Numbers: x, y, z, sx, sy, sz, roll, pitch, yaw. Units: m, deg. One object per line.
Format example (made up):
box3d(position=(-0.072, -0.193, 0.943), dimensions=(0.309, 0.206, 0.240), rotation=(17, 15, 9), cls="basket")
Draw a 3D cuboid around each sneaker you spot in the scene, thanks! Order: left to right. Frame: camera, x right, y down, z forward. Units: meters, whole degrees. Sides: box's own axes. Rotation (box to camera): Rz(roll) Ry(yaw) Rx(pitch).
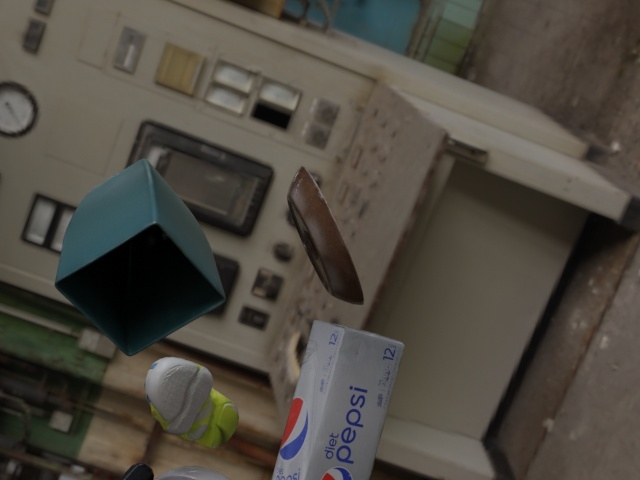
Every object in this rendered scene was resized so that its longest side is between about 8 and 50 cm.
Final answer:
box3d(position=(-0.197, 0.198, 1.284), dimensions=(0.091, 0.126, 0.240), rotation=(-54, -28, -18), cls="sneaker")

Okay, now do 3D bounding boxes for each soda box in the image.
box3d(position=(0.013, 0.254, 1.281), dimensions=(0.091, 0.098, 0.286), rotation=(8, 82, 63), cls="soda box")

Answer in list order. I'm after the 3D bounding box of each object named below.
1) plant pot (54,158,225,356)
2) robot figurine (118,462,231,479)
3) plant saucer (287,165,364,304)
box3d(position=(-0.255, 0.003, 1.400), dimensions=(0.165, 0.166, 0.234), rotation=(-30, 36, 10), cls="plant pot")
box3d(position=(-0.197, 0.417, 1.274), dimensions=(0.278, 0.173, 0.209), rotation=(-52, -27, -56), cls="robot figurine")
box3d(position=(0.000, 0.000, 1.288), dimensions=(0.198, 0.036, 0.199), rotation=(156, 90, -83), cls="plant saucer")
